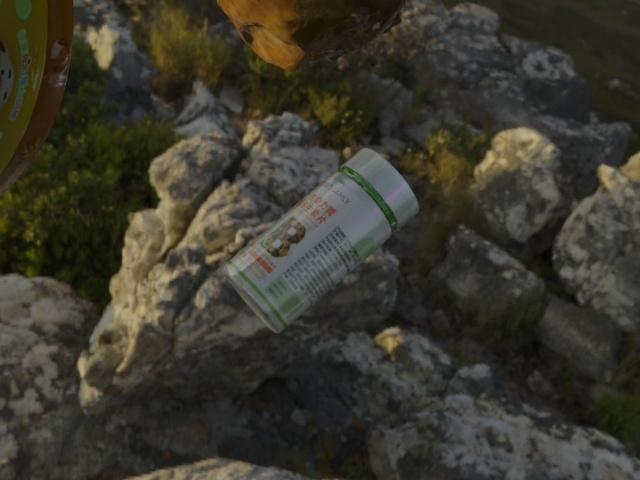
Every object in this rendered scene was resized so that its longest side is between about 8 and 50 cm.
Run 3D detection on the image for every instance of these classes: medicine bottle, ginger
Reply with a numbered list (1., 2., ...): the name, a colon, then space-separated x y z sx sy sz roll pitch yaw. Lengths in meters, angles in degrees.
1. medicine bottle: 0.000 0.000 0.787 0.183 0.086 0.086 -41 59 -10
2. ginger: -0.016 -0.304 0.836 0.200 0.269 0.223 -40 66 -20

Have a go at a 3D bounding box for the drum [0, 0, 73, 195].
1. drum: -0.417 -0.184 0.614 0.431 0.430 0.214 23 18 10
